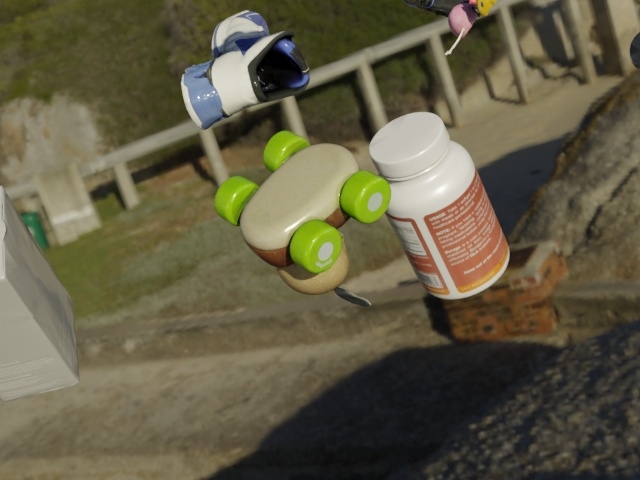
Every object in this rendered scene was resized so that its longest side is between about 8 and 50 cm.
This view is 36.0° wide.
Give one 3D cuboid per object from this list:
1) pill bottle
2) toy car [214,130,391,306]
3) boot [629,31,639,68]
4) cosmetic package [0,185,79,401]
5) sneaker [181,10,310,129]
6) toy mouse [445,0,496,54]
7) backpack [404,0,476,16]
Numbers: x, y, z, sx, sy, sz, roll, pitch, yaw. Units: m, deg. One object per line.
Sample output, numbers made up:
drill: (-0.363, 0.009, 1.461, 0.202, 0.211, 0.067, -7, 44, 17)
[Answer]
pill bottle: (0.139, -0.042, 1.176, 0.121, 0.216, 0.121, -19, 37, 15)
toy car: (0.000, 0.000, 1.081, 0.149, 0.188, 0.155, -45, 48, -17)
boot: (0.542, -0.303, 1.392, 0.219, 0.082, 0.106, -23, -7, 15)
cosmetic package: (-0.350, 0.065, 1.082, 0.107, 0.238, 0.127, -15, 53, 1)
sneaker: (-0.098, -0.293, 1.651, 0.182, 0.127, 0.315, -10, 29, 18)
toy mouse: (0.183, -0.287, 1.122, 0.161, 0.031, 0.143, -55, 7, 17)
backpack: (0.218, -0.488, 1.782, 0.116, 0.158, 0.173, 8, 13, -18)
